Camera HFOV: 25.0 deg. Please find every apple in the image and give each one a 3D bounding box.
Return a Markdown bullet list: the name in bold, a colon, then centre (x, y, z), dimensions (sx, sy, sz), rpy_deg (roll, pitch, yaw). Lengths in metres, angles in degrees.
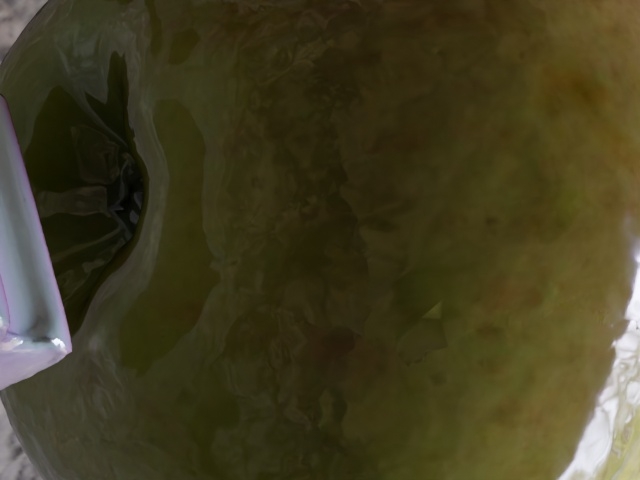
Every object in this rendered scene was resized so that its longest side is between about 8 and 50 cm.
- **apple**: centre (0.000, 0.000, 0.638), dimensions (0.305, 0.338, 0.339), rpy_deg (-8, 76, -41)

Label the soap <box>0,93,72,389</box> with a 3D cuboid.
- **soap**: centre (-0.148, -0.016, 0.461), dimensions (0.056, 0.100, 0.149), rpy_deg (35, 32, -64)
